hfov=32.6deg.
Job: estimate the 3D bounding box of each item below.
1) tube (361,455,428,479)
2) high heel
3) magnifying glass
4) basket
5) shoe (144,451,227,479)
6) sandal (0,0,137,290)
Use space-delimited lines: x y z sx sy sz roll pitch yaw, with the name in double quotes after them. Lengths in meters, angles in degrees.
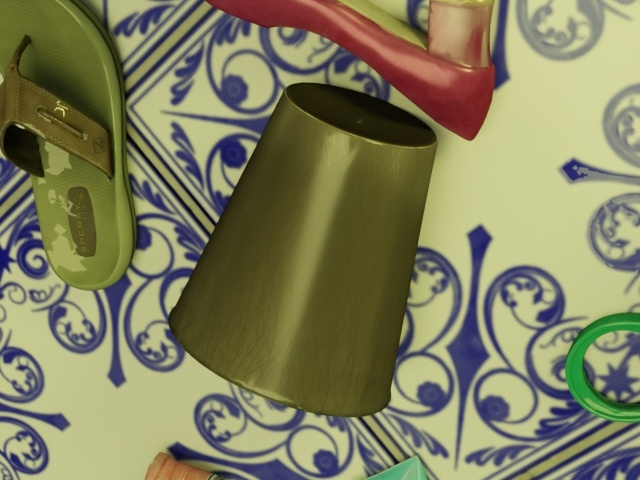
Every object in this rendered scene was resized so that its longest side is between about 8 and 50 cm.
0.106 0.306 1.028 0.080 0.052 0.207 -28 92 18 "tube"
0.018 -0.150 0.872 0.244 0.082 0.117 8 115 10 "high heel"
0.306 0.082 0.875 0.231 0.026 0.092 -24 99 29 "magnifying glass"
0.000 0.000 0.894 0.204 0.154 0.227 24 113 10 "basket"
-0.155 0.302 1.119 0.081 0.063 0.178 23 111 13 "shoe"
-0.236 -0.090 0.983 0.120 0.086 0.303 -4 108 22 "sandal"
